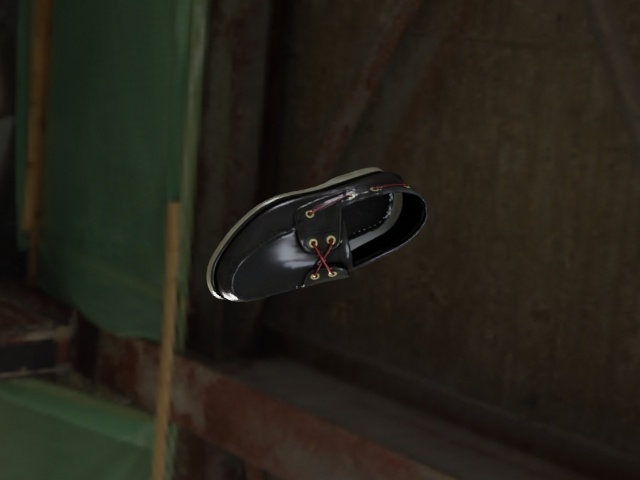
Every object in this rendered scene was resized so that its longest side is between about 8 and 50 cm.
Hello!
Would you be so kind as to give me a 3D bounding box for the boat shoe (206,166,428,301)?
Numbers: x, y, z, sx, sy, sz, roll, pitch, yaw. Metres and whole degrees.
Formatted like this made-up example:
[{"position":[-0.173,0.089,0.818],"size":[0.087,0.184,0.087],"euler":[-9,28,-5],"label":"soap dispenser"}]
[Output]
[{"position":[0.000,-0.002,0.710],"size":[0.042,0.133,0.048],"euler":[29,-46,45],"label":"boat shoe"}]
